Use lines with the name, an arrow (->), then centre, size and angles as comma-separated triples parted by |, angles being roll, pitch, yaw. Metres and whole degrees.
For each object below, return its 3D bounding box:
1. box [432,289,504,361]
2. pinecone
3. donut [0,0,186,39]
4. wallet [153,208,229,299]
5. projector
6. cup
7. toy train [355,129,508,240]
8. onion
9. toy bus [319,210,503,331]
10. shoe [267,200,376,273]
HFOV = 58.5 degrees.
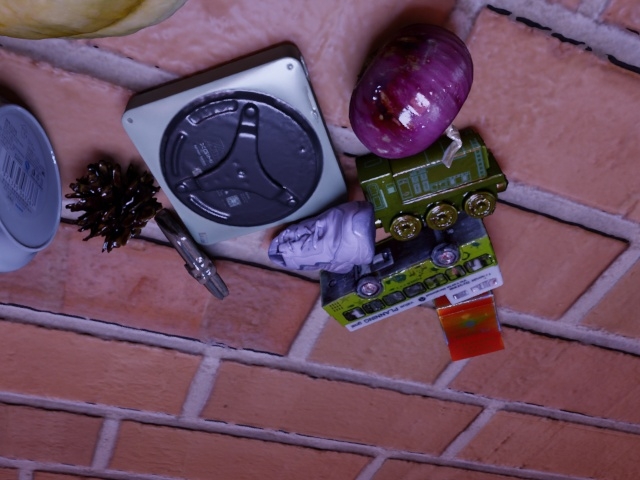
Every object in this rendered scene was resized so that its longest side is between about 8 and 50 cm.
box -> 0.290, 0.158, 1.121 | 0.113, 0.048, 0.175 | -15, 130, 10
pinecone -> -0.304, -0.056, 0.838 | 0.140, 0.140, 0.121 | -37, 112, 23
donut -> -0.275, -0.378, 0.472 | 0.450, 0.198, 0.448 | 15, 138, 15
wallet -> -0.209, 0.027, 0.929 | 0.039, 0.118, 0.152 | -38, 126, -15
projector -> -0.113, -0.120, 0.833 | 0.259, 0.079, 0.257 | -16, 130, 9
cup -> -0.543, -0.104, 0.734 | 0.327, 0.237, 0.322 | -7, 100, 1
toy train -> 0.170, -0.088, 0.882 | 0.226, 0.090, 0.137 | -18, 126, 9
onion -> 0.117, -0.189, 0.735 | 0.154, 0.177, 0.177 | 7, 129, -8
toy bus -> 0.154, 0.055, 0.989 | 0.302, 0.113, 0.139 | -24, 128, 18
shoe -> 0.000, 0.000, 0.872 | 0.138, 0.095, 0.245 | -2, 168, -13
